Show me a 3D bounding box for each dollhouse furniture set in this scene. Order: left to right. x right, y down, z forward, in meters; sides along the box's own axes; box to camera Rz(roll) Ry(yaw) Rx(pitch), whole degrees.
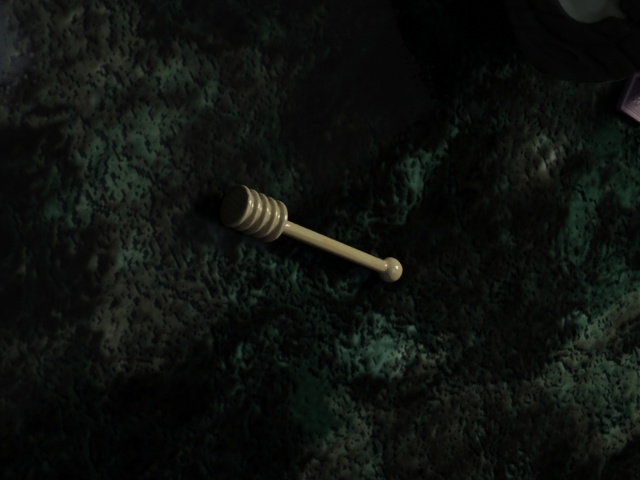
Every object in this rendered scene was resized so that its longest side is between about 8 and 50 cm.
[{"bbox_3d":[0.311,-0.117,1.390,0.114,0.081,0.091,28,83,-37],"label":"dollhouse furniture set"}]

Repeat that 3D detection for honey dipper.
[{"bbox_3d":[0.000,0.000,1.221,0.161,0.030,0.030,22,87,-39],"label":"honey dipper"}]

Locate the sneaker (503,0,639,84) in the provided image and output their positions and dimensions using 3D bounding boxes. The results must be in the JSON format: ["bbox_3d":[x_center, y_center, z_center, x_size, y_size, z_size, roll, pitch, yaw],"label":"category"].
[{"bbox_3d":[0.202,-0.323,1.265,0.182,0.158,0.410,-24,115,-64],"label":"sneaker"}]
